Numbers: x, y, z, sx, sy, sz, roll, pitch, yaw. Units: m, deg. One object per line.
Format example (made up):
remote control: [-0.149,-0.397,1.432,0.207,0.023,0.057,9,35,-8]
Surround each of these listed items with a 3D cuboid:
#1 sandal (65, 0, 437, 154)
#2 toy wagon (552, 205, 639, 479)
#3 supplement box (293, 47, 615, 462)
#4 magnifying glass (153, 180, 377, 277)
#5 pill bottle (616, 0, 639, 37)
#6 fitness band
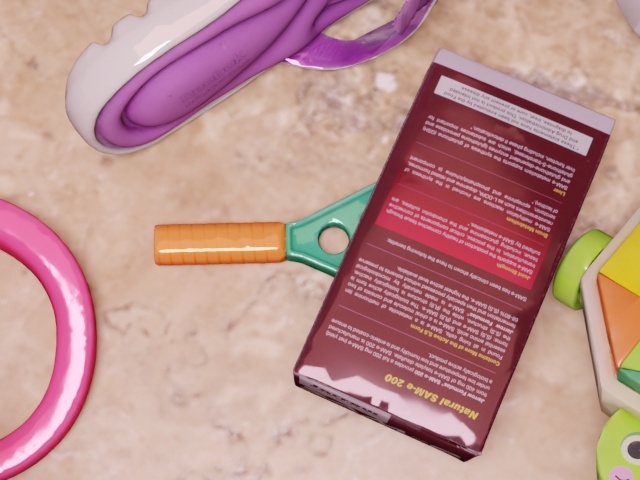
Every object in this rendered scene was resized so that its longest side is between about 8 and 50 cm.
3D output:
sandal: [0.023,-0.168,0.885,0.416,0.169,0.102,-34,75,6]
toy wagon: [0.278,0.063,0.811,0.267,0.068,0.344,34,70,28]
supplement box: [0.088,0.010,0.858,0.130,0.073,0.239,24,77,5]
magnifying glass: [0.000,0.000,0.909,0.231,0.026,0.092,-2,76,1]
pill bottle: [0.352,-0.254,0.885,0.181,0.181,0.323,43,81,11]
fitness band: [-0.296,0.068,0.864,0.291,0.054,0.209,-1,77,-8]
